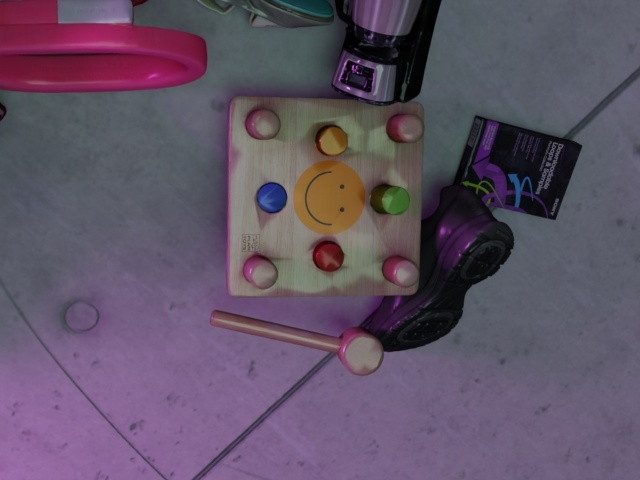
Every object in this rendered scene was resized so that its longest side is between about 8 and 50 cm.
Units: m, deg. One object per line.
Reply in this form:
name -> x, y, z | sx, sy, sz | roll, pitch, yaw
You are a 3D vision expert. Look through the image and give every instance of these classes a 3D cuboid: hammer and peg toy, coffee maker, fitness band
hammer and peg toy -> 0.000, 0.000, 1.204 | 0.265, 0.127, 0.362 | 1, 96, -13
coffee maker -> 0.097, -0.267, 1.161 | 0.171, 0.120, 0.178 | -13, 128, -37
fitness band -> -0.272, -0.209, 1.055 | 0.290, 0.209, 0.054 | -1, 84, -3

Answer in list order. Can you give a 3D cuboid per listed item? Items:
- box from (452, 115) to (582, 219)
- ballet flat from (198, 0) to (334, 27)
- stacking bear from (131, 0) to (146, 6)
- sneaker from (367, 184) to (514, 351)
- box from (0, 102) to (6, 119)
box -> 0.275, -0.100, 1.323 | 0.162, 0.029, 0.116 | 11, 107, -18
ballet flat -> -0.088, -0.299, 1.155 | 0.213, 0.072, 0.068 | 20, 131, -18
stacking bear -> -0.253, -0.403, 1.021 | 0.175, 0.164, 0.289 | -7, 103, 34
sneaker -> 0.150, 0.044, 1.309 | 0.109, 0.130, 0.286 | 9, 131, -39
box -> -0.566, -0.072, 1.080 | 0.381, 0.143, 0.191 | -45, 112, 3
